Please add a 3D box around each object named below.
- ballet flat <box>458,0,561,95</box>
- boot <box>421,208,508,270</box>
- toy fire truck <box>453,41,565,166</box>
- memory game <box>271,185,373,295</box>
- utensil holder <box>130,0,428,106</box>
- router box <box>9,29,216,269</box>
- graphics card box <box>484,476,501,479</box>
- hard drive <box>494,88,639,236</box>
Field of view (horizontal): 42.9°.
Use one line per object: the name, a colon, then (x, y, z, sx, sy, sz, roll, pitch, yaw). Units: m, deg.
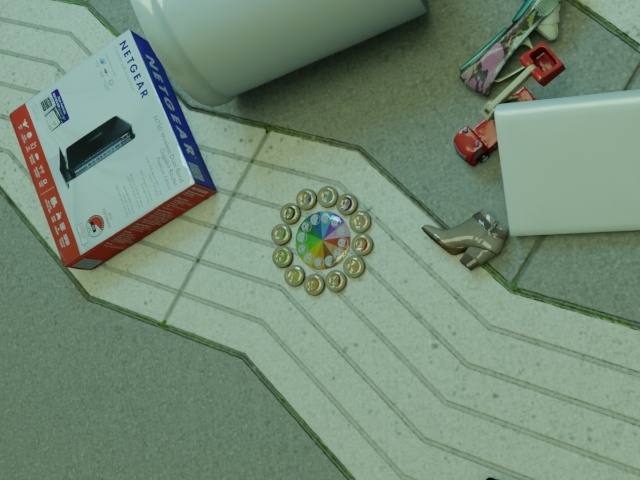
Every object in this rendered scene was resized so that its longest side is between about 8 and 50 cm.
ballet flat: (0.309, -0.312, 1.243, 0.079, 0.077, 0.221, 41, 107, -3)
boot: (0.226, -0.013, 1.250, 0.118, 0.042, 0.087, 41, 92, 21)
toy fire truck: (0.273, -0.194, 1.200, 0.192, 0.135, 0.047, -39, 70, 12)
memory game: (0.000, 0.000, 1.350, 0.186, 0.012, 0.186, -3, 81, 21)
utensil holder: (-0.061, -0.425, 1.270, 0.385, 0.327, 0.328, -18, 76, 17)
router box: (-0.387, -0.163, 1.491, 0.301, 0.082, 0.336, -31, 72, 16)
graphics card box: (0.366, 0.491, 1.089, 0.370, 0.094, 0.233, 13, 88, 22)
hard drive: (0.409, -0.106, 1.125, 0.307, 0.040, 0.203, -3, 120, 22)
